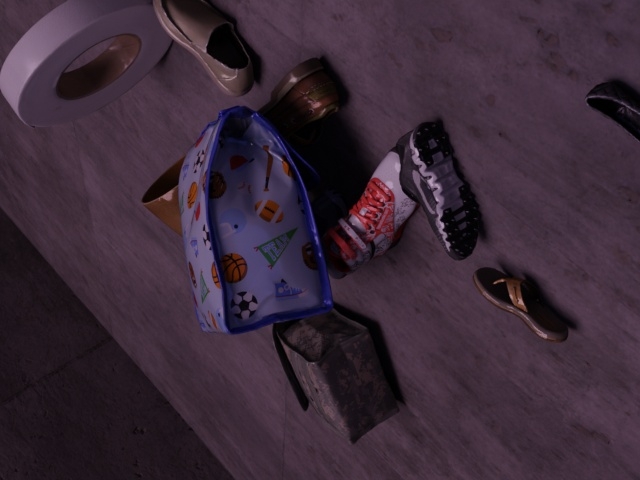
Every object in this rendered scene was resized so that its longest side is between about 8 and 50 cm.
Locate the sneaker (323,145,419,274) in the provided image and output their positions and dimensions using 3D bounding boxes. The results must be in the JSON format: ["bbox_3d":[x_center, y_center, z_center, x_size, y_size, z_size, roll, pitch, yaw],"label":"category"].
[{"bbox_3d":[0.087,-0.041,1.756,0.090,0.145,0.270,47,151,21],"label":"sneaker"}]

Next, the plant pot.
[{"bbox_3d":[-0.222,-0.064,2.194,0.254,0.237,0.237,52,156,-19],"label":"plant pot"}]

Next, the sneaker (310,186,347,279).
[{"bbox_3d":[0.000,0.000,1.994,0.083,0.098,0.223,34,144,39],"label":"sneaker"}]

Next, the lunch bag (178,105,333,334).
[{"bbox_3d":[-0.137,-0.036,1.843,0.328,0.239,0.385,161,95,-72],"label":"lunch bag"}]

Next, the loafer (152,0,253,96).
[{"bbox_3d":[-0.217,-0.405,1.949,0.268,0.102,0.092,48,151,0],"label":"loafer"}]

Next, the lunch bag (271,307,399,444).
[{"bbox_3d":[0.008,0.270,2.194,0.287,0.169,0.235,28,144,57],"label":"lunch bag"}]

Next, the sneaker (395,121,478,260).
[{"bbox_3d":[0.186,-0.079,1.635,0.106,0.078,0.234,-1,114,62],"label":"sneaker"}]

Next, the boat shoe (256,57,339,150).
[{"bbox_3d":[-0.058,-0.213,1.856,0.104,0.111,0.307,56,153,6],"label":"boat shoe"}]

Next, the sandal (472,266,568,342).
[{"bbox_3d":[0.324,0.093,1.591,0.180,0.072,0.049,40,132,28],"label":"sandal"}]

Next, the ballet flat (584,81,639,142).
[{"bbox_3d":[0.401,-0.134,1.241,0.173,0.049,0.057,44,150,26],"label":"ballet flat"}]

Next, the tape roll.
[{"bbox_3d":[-0.478,-0.382,2.078,0.072,0.392,0.392,54,153,8],"label":"tape roll"}]
